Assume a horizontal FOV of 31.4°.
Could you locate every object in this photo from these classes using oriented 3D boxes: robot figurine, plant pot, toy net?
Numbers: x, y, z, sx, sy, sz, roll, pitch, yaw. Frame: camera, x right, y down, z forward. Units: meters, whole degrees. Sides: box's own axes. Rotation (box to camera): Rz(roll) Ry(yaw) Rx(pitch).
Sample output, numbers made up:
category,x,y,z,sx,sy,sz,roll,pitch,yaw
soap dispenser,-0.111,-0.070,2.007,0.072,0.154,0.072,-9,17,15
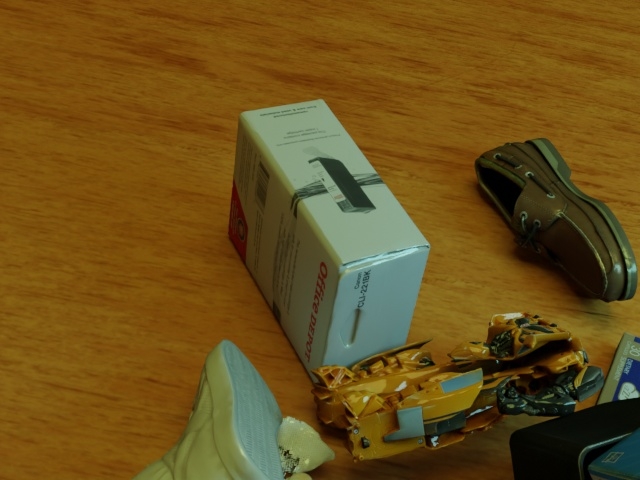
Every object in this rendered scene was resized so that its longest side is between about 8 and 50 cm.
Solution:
category,x,y,z,sx,sy,sz,roll,pitch,yaw
robot figurine,0.146,0.146,1.192,0.291,0.085,0.211,-15,12,-13
plant pot,0.285,0.243,1.084,0.188,0.187,0.167,-13,9,-21
toy net,-0.032,0.273,1.109,0.122,0.045,0.232,1,40,-14

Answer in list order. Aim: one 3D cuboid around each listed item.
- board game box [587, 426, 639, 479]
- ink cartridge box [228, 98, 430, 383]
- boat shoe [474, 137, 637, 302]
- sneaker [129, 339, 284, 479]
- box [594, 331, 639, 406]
category,x,y,z,sx,sy,sz,roll,pitch,yaw
board game box,0.427,0.252,0.993,0.308,0.086,0.302,-29,98,-20
ink cartridge box,0.000,0.000,1.299,0.114,0.197,0.273,-12,47,-22
boat shoe,0.291,-0.019,1.452,0.104,0.110,0.307,-9,35,-14
sneaker,-0.128,0.206,1.117,0.108,0.169,0.292,50,7,-11
box,0.430,0.198,1.283,0.225,0.036,0.136,23,44,13
